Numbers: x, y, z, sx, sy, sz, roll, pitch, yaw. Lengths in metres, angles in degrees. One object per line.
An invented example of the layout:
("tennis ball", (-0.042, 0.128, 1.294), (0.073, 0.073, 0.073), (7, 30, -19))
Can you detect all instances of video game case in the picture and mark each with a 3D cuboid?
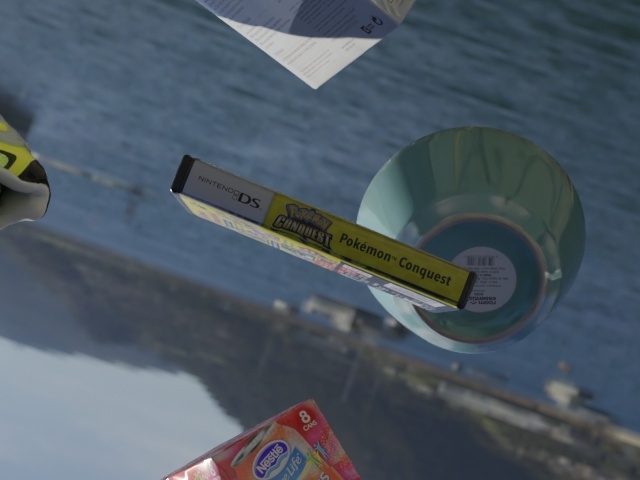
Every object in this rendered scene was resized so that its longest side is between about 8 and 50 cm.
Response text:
("video game case", (0.000, 0.000, 1.445), (0.248, 0.035, 0.275), (22, 177, 0))

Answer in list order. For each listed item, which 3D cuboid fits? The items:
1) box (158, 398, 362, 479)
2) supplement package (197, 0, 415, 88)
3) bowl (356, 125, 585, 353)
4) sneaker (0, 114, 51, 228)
("box", (-0.088, 0.307, 2.003), (0.142, 0.154, 0.300), (60, 151, 3))
("supplement package", (-0.028, -0.291, 1.316), (0.262, 0.198, 0.199), (36, 161, -10))
("bowl", (0.198, 0.022, 2.205), (0.311, 0.312, 0.163), (20, -161, -4))
("sneaker", (-0.393, -0.009, 1.387), (0.147, 0.384, 0.145), (29, 140, 33))
